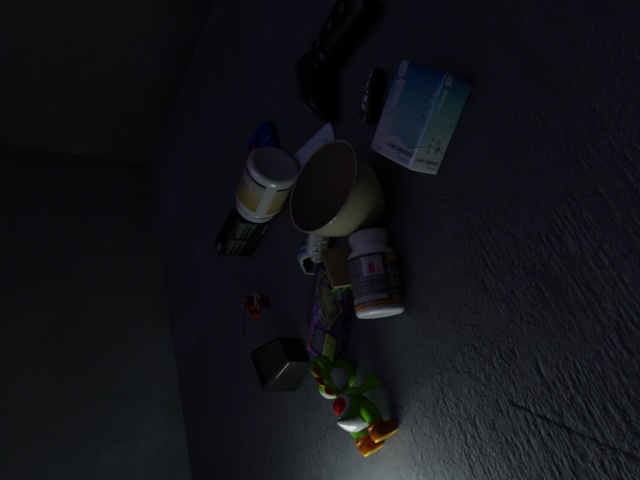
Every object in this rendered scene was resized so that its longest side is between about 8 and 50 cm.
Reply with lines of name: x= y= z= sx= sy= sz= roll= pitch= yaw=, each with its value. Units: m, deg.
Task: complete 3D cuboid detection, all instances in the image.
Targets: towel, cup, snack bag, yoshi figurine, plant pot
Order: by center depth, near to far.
cup: x=0.086 y=-0.145 z=1.639 sx=0.331 sy=0.237 sz=0.331 roll=-28 pitch=51 yaw=40
yoshi figurine: x=0.116 y=0.543 z=1.659 sx=0.362 sy=0.203 sz=0.203 roll=49 pitch=167 yaw=29
snack bag: x=-0.017 y=-0.297 z=2.009 sx=0.323 sy=0.037 sz=0.342 roll=-33 pitch=60 yaw=49
plant pot: x=-0.153 y=0.512 z=2.010 sx=0.167 sy=0.188 sz=0.187 roll=-48 pitch=48 yaw=24
towel: x=-0.284 y=-0.418 z=2.371 sx=0.227 sy=0.076 sz=0.308 roll=-46 pitch=51 yaw=44

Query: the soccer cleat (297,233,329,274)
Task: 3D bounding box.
soccer cleat: x=0.000 y=0.000 z=1.884 sx=0.143 sy=0.116 sz=0.331 roll=-107 pitch=31 yaw=-43

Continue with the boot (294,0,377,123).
boot: x=0.073 y=-0.734 z=1.849 sx=0.445 sy=0.146 sz=0.367 roll=-42 pitch=54 yaw=39

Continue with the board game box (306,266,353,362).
board game box: x=0.039 y=0.295 z=1.859 sx=0.208 sy=0.056 sz=0.347 roll=18 pitch=101 yaw=50

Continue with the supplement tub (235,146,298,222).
supplement tub: x=-0.254 y=-0.245 z=2.156 sx=0.316 sy=0.228 sz=0.228 roll=-55 pitch=45 yaw=50

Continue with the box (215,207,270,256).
box: x=-0.397 y=-0.036 z=2.398 sx=0.261 sy=0.184 sz=0.103 roll=-53 pitch=44 yaw=38

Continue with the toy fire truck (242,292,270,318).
toy fire truck: x=-0.324 y=0.313 z=2.376 sx=0.192 sy=0.047 sz=0.135 roll=41 pitch=119 yaw=50

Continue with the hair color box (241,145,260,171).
hair color box: x=-0.319 y=-0.384 z=2.301 sx=0.141 sy=0.072 sz=0.043 roll=-55 pitch=47 yaw=29

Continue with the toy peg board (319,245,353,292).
toy peg board: x=0.087 y=0.110 z=1.722 sx=0.079 sy=0.161 sz=0.160 roll=113 pitch=143 yaw=-49

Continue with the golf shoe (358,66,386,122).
golf shoe: x=0.175 y=-0.526 z=1.723 sx=0.094 sy=0.077 sz=0.198 roll=25 pitch=106 yaw=54

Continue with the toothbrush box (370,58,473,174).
toothbrush box: x=0.305 y=-0.383 z=1.477 sx=0.216 sy=0.126 sz=0.295 roll=41 pitch=119 yaw=48

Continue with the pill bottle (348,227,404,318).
pill bottle: x=0.177 y=0.110 z=1.575 sx=0.162 sy=0.162 sz=0.278 roll=-27 pitch=65 yaw=51
